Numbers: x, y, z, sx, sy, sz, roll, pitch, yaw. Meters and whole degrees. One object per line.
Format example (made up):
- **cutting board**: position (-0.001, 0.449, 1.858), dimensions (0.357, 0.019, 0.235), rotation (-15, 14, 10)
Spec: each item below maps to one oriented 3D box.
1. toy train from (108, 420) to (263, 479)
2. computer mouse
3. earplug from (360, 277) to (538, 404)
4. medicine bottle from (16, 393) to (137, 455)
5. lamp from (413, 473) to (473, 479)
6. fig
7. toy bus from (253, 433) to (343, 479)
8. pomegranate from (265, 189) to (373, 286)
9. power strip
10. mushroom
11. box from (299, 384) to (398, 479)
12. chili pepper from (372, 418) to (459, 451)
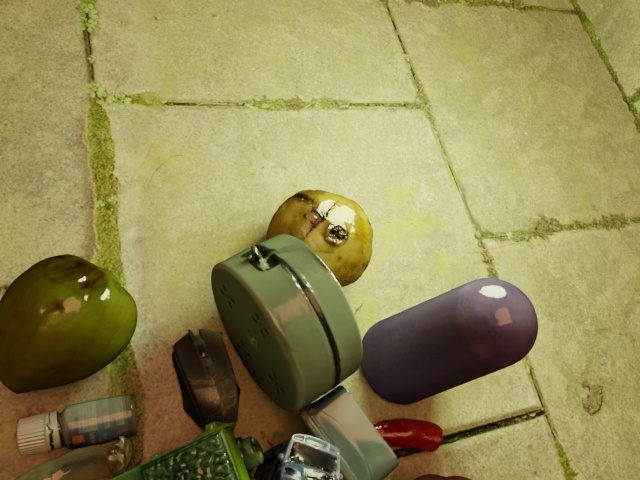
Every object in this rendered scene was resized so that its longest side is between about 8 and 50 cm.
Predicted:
- **toy train**: position (-0.238, 0.437, 0.935), dimensions (0.271, 0.188, 0.159), rotation (-24, 75, -3)
- **computer mouse**: position (-0.236, 0.289, 1.096), dimensions (0.126, 0.071, 0.231), rotation (-11, 69, -25)
- **earplug**: position (0.272, 0.213, 1.100), dimensions (0.215, 0.456, 0.215), rotation (9, 63, -19)
- **medicine bottle**: position (-0.458, 0.350, 0.978), dimensions (0.203, 0.083, 0.084), rotation (-4, 67, -21)
- **lamp**: position (0.254, 0.626, 1.014), dimensions (0.305, 0.305, 0.240), rotation (-59, 138, -31)
- **fig**: position (-0.491, 0.166, 0.975), dimensions (0.239, 0.239, 0.271), rotation (32, 72, -3)
- **toy bus**: position (-0.045, 0.446, 0.962), dimensions (0.125, 0.292, 0.133), rotation (22, 57, -9)
- **pomegranate**: position (0.000, 0.000, 1.227), dimensions (0.260, 0.260, 0.261), rotation (8, 63, -16)
- **power strip**: position (-0.076, 0.157, 1.054), dimensions (0.161, 0.357, 0.358), rotation (-27, 77, -27)
- **mushroom**: position (-0.452, 0.427, 0.934), dimensions (0.223, 0.081, 0.092), rotation (-24, 43, -22)
- **box**: position (0.054, 0.417, 1.078), dimensions (0.130, 0.162, 0.227), rotation (-35, 80, -8)
- **chili pepper**: position (0.200, 0.448, 1.189), dimensions (0.272, 0.063, 0.071), rotation (8, 50, -13)
